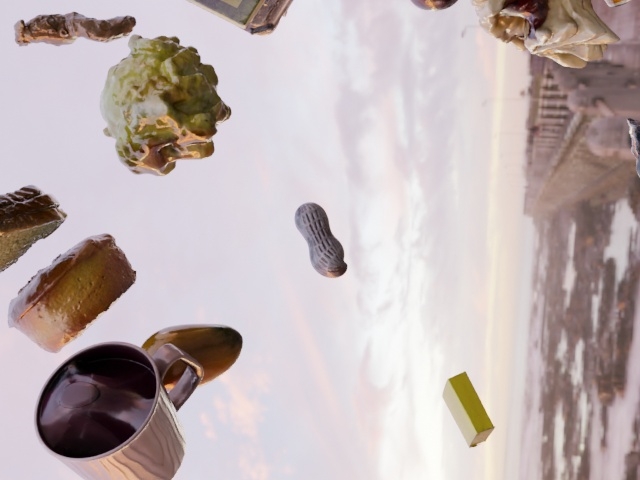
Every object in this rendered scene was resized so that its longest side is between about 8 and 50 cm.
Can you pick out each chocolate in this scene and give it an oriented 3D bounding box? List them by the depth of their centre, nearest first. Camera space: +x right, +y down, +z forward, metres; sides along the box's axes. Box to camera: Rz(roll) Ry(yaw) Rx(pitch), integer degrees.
[{"bbox_3d":[0.000,0.000,1.510,0.167,0.072,0.072,66,-168,10],"label":"chocolate"}]

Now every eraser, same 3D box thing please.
[{"bbox_3d":[0.289,0.334,1.478,0.097,0.045,0.122,90,158,-56],"label":"eraser"}]

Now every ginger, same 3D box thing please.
[{"bbox_3d":[-0.590,-0.506,1.822,0.122,0.290,0.084,128,130,-67],"label":"ginger"}]

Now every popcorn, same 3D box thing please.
[{"bbox_3d":[-0.348,-0.308,1.685,0.312,0.312,0.312,4,-90,-75],"label":"popcorn"}]

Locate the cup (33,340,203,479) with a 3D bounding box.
[{"bbox_3d":[-0.363,0.314,1.393,0.273,0.208,0.288,83,-161,-54],"label":"cup"}]

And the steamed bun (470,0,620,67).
[{"bbox_3d":[0.420,-0.419,1.401,0.428,0.247,0.189,-3,-93,-66],"label":"steamed bun"}]

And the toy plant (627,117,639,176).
[{"bbox_3d":[0.508,-0.055,0.764,0.247,0.332,0.247,-12,-90,-68],"label":"toy plant"}]

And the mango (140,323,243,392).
[{"bbox_3d":[-0.271,0.244,1.572,0.120,0.221,0.151,-116,27,-45],"label":"mango"}]

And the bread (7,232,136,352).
[{"bbox_3d":[-0.568,0.121,1.716,0.172,0.312,0.312,49,-154,-7],"label":"bread"}]

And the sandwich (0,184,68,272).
[{"bbox_3d":[-0.680,0.012,1.552,0.099,0.288,0.254,48,-165,-2],"label":"sandwich"}]

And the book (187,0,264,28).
[{"bbox_3d":[-0.171,-0.450,1.208,0.160,0.228,0.024,-58,-16,-6],"label":"book"}]

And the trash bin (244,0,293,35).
[{"bbox_3d":[-0.153,-0.718,1.808,0.296,0.256,0.367,-50,26,40],"label":"trash bin"}]

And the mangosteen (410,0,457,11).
[{"bbox_3d":[0.239,-0.538,1.535,0.140,0.140,0.140,4,-90,-75],"label":"mangosteen"}]

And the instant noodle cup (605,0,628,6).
[{"bbox_3d":[0.541,-0.540,1.380,0.185,0.168,0.168,51,-148,-17],"label":"instant noodle cup"}]
